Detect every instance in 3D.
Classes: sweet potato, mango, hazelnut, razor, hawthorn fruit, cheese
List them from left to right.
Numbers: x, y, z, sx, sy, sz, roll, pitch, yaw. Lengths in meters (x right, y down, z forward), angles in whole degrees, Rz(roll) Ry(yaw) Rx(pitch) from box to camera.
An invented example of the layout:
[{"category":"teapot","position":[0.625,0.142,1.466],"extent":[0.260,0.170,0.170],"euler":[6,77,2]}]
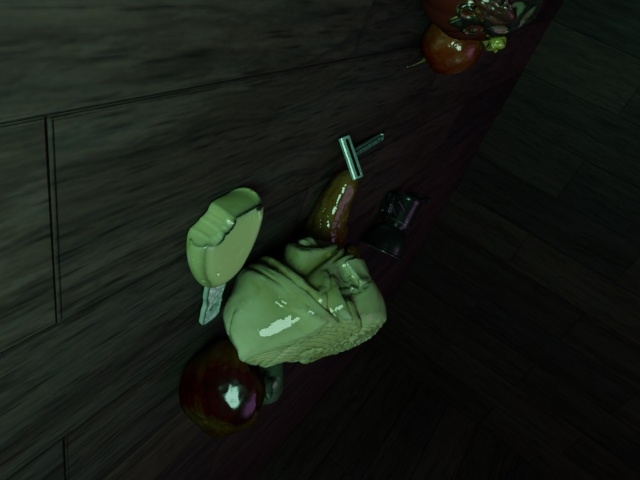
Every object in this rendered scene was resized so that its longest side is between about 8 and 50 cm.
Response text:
[{"category":"cheese","position":[-0.154,0.043,0.704],"extent":[0.127,0.050,0.256],"euler":[-38,155,-47]},{"category":"hazelnut","position":[-0.173,0.276,0.874],"extent":[0.201,0.170,0.160],"euler":[-38,-177,46]},{"category":"sweet potato","position":[0.001,0.012,0.996],"extent":[0.106,0.095,0.355],"euler":[-104,-148,-48]},{"category":"mango","position":[0.088,0.081,1.447],"extent":[0.101,0.066,0.188],"euler":[-44,151,-38]},{"category":"razor","position":[0.089,-0.190,0.964],"extent":[0.211,0.035,0.084],"euler":[-45,120,-58]},{"category":"hawthorn fruit","position":[0.257,-0.383,0.927],"extent":[0.140,0.125,0.125],"euler":[-61,163,14]}]

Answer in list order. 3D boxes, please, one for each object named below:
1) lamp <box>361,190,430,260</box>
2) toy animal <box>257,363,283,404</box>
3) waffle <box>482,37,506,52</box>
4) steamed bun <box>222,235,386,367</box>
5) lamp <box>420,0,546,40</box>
[{"category":"lamp","position":[0.241,-0.069,1.495],"extent":[0.172,0.147,0.228],"euler":[23,93,-50]},{"category":"toy animal","position":[-0.128,0.318,1.082],"extent":[0.251,0.127,0.126],"euler":[142,-40,-66]},{"category":"waffle","position":[0.330,-0.450,0.956],"extent":[0.194,0.051,0.149],"euler":[-99,170,-57]},{"category":"steamed bun","position":[-0.039,0.109,0.868],"extent":[0.289,0.203,0.276],"euler":[-13,154,-16]},{"category":"lamp","position":[0.267,-0.415,0.726],"extent":[0.227,0.226,0.227],"euler":[-49,162,-22]}]
